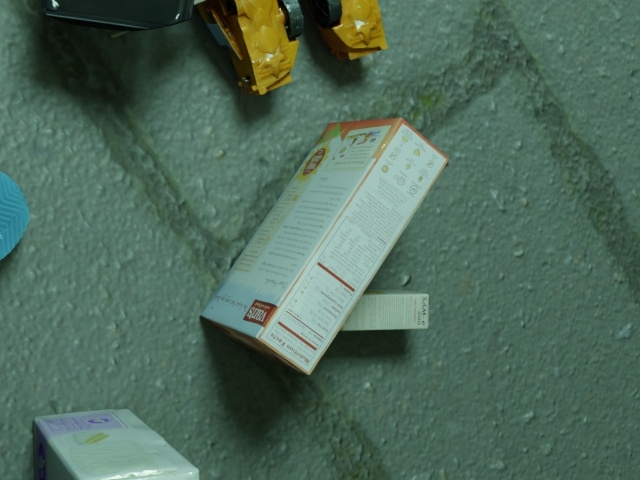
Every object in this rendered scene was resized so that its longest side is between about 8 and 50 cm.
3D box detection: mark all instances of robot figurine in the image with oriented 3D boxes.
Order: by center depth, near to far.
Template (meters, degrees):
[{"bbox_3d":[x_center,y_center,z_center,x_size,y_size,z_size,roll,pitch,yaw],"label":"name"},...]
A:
[{"bbox_3d":[-0.048,-0.291,1.045,0.211,0.085,0.291,-22,106,-21],"label":"robot figurine"}]

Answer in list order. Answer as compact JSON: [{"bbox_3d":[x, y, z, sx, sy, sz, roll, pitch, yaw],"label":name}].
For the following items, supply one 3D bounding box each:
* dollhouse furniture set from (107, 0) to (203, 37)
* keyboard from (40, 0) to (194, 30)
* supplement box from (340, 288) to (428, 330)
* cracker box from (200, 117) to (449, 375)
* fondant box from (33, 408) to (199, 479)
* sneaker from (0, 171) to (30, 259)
[{"bbox_3d":[-0.135,-0.226,0.966,0.151,0.058,0.076,-21,108,9],"label":"dollhouse furniture set"},{"bbox_3d":[-0.183,-0.331,0.917,0.201,0.033,0.317,8,95,-2],"label":"keyboard"},{"bbox_3d":[0.049,0.068,1.130,0.098,0.062,0.036,0,92,-23],"label":"supplement box"},{"bbox_3d":[0.000,0.000,1.054,0.067,0.155,0.232,38,79,-21],"label":"cracker box"},{"bbox_3d":[-0.172,0.325,0.955,0.096,0.238,0.330,-1,94,-22],"label":"fondant box"},{"bbox_3d":[-0.339,0.021,0.951,0.087,0.092,0.229,54,54,-15],"label":"sneaker"}]
